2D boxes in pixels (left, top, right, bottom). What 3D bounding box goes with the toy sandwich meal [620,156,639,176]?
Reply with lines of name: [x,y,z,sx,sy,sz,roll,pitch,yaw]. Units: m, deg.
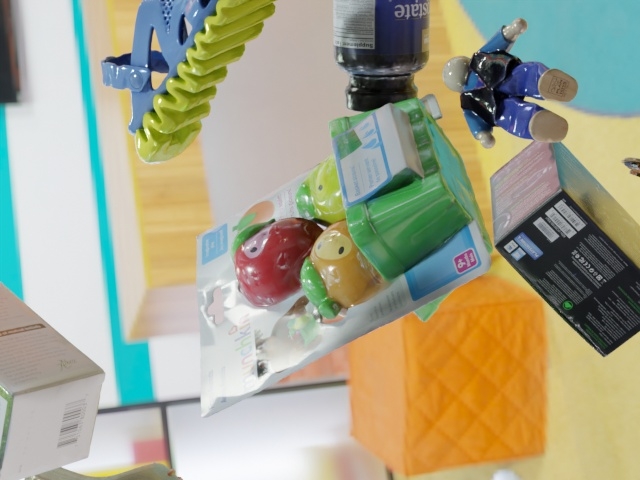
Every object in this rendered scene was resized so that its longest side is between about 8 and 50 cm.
toy sandwich meal: [0.502,-0.106,1.880,0.085,0.085,0.029,-166,91,-72]

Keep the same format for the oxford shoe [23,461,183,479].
oxford shoe: [-0.164,0.330,1.427,0.140,0.397,0.147,113,164,-59]

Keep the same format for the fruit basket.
fruit basket: [0.000,0.000,1.354,0.165,0.353,0.327,56,-164,-35]

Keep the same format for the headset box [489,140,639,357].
headset box: [0.379,-0.007,1.814,0.131,0.246,0.283,-41,14,21]

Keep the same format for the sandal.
sandal: [-0.160,-0.238,1.406,0.138,0.126,0.317,45,119,11]

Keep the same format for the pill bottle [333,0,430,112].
pill bottle: [0.076,-0.275,1.525,0.123,0.122,0.219,-141,47,-66]

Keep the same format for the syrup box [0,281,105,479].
syrup box: [-0.300,0.102,1.062,0.237,0.096,0.093,33,120,35]

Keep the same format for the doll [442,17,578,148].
doll: [0.175,-0.149,1.160,0.189,0.046,0.129,-146,65,-62]
